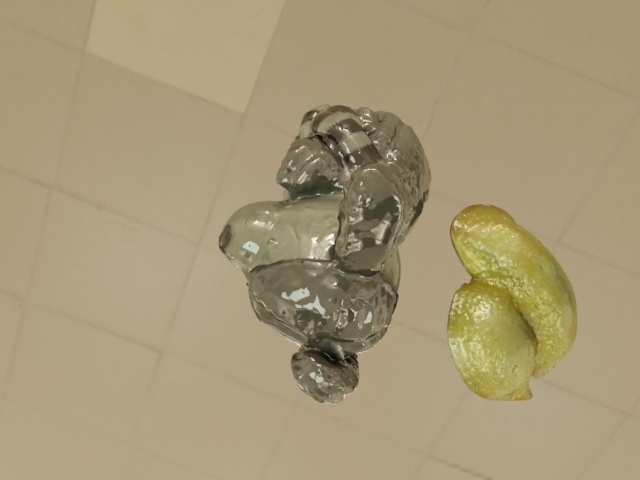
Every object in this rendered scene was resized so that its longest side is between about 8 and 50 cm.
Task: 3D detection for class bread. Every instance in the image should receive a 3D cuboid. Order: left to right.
[{"bbox_3d":[0.174,0.057,0.925,0.065,0.149,0.187,-10,104,53],"label":"bread"}]

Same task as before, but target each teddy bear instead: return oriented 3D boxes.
[{"bbox_3d":[0.007,-0.017,0.772,0.144,0.251,0.171,23,124,-2],"label":"teddy bear"}]
